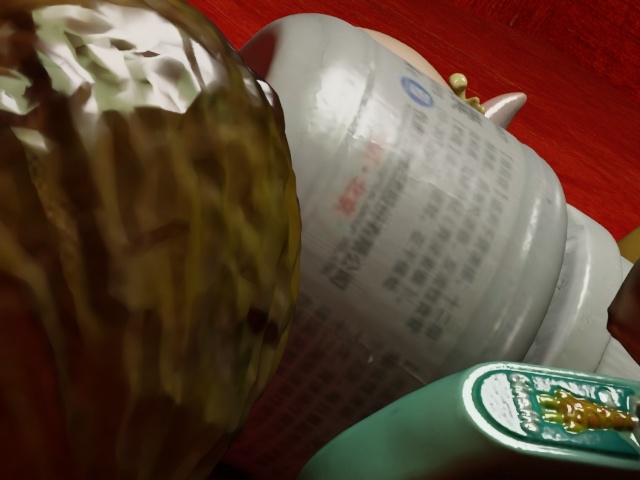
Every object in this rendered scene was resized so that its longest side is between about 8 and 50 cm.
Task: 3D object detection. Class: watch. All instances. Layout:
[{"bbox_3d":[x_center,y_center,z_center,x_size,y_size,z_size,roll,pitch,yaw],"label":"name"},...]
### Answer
[{"bbox_3d":[0.092,0.142,0.816,0.237,0.195,0.068,10,42,-20],"label":"watch"}]

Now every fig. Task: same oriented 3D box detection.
[{"bbox_3d":[-0.125,0.078,0.667,0.286,0.286,0.368,9,60,-49],"label":"fig"}]

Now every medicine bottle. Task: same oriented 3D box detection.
[{"bbox_3d":[0.044,0.045,0.948,0.306,0.245,0.245,34,13,-15],"label":"medicine bottle"}]

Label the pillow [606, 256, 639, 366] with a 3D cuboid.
[{"bbox_3d":[0.292,0.082,0.688,0.322,0.119,0.255,32,18,21],"label":"pillow"}]

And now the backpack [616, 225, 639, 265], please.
[{"bbox_3d":[0.292,0.060,1.121,0.201,0.353,0.378,47,4,-15],"label":"backpack"}]

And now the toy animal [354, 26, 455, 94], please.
[{"bbox_3d":[-0.018,-0.052,1.188,0.221,0.229,0.210,37,12,37],"label":"toy animal"}]

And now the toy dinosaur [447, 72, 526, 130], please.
[{"bbox_3d":[0.103,-0.060,1.428,0.152,0.194,0.177,15,45,-41],"label":"toy dinosaur"}]
